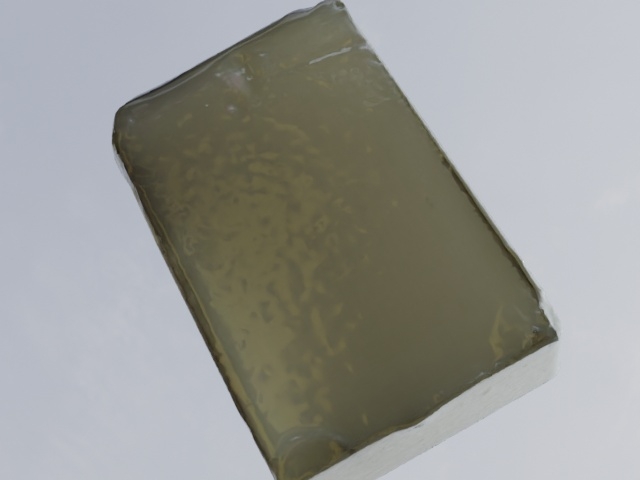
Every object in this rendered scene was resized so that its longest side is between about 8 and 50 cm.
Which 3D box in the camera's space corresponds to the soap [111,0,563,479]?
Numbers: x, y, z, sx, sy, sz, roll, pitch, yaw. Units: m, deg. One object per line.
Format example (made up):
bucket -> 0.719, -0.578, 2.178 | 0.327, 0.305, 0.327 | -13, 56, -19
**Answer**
soap -> 0.000, 0.000, 0.397 | 0.121, 0.064, 0.183 | -29, -116, -3
